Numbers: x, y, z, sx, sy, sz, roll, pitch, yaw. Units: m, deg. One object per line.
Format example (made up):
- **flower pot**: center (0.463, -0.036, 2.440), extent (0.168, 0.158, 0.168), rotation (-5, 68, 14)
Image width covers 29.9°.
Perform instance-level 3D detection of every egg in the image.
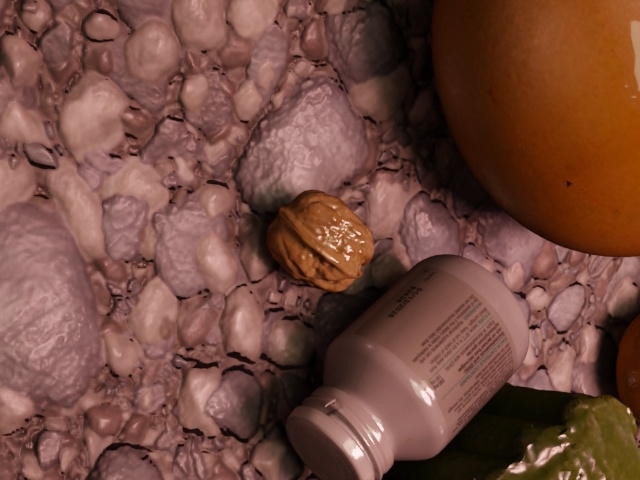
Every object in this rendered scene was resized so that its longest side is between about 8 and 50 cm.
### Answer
- **egg**: center (0.249, -0.152, 1.094), extent (0.282, 0.282, 0.351), rotation (-35, 97, -29)

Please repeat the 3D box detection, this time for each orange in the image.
- **orange**: center (0.385, 0.135, 1.275), extent (0.156, 0.124, 0.156), rotation (-16, 114, -40)

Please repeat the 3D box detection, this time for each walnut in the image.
- **walnut**: center (0.000, 0.000, 1.045), extent (0.096, 0.082, 0.079), rotation (38, 99, -20)

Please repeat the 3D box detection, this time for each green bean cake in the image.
- **green bean cake**: center (0.183, 0.319, 1.082), extent (0.319, 0.218, 0.335), rotation (-36, 110, -29)

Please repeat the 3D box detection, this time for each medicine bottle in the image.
- **medicine bottle**: center (0.074, 0.122, 1.058), extent (0.215, 0.135, 0.135), rotation (-41, 111, -27)
